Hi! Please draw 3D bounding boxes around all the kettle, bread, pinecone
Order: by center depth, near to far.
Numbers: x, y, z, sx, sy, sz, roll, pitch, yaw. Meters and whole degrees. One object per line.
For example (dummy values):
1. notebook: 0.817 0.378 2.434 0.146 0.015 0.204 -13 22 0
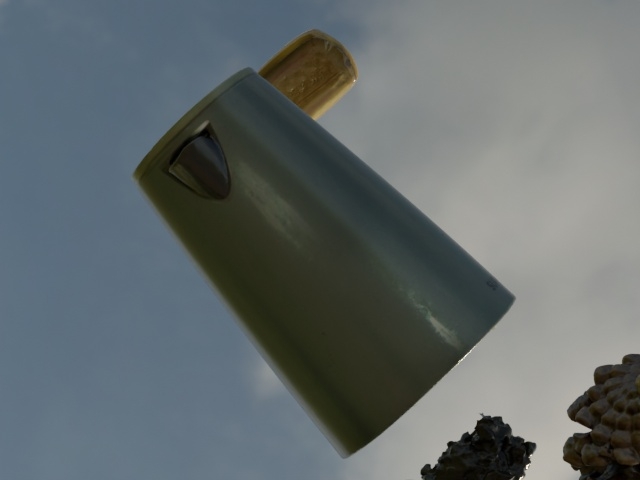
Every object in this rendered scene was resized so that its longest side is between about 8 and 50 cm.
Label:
1. kettle: 0.000 0.000 1.250 0.160 0.210 0.243 -43 -92 19
2. pinecone: 0.260 0.166 1.362 0.173 0.173 0.173 19 -62 41
3. bread: -0.018 -0.168 1.879 0.082 0.056 0.115 41 -69 -17

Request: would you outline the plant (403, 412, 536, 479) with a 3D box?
1. plant: 0.109 0.211 1.520 0.087 0.174 0.085 30 -33 50
